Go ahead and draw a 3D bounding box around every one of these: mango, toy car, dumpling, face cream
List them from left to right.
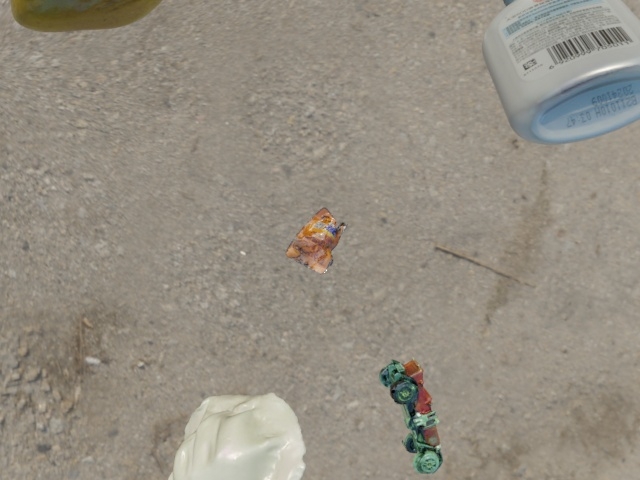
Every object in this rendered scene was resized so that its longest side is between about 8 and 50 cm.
[{"bbox_3d":[-0.373,-0.416,1.150,0.262,0.167,0.130,-19,68,-18],"label":"mango"},{"bbox_3d":[-0.095,0.221,0.736,0.108,0.188,0.127,20,57,-49],"label":"dumpling"},{"bbox_3d":[0.122,0.225,0.911,0.054,0.073,0.143,-21,102,-5],"label":"toy car"},{"bbox_3d":[0.266,-0.230,0.806,0.163,0.337,0.080,-18,125,14],"label":"face cream"}]

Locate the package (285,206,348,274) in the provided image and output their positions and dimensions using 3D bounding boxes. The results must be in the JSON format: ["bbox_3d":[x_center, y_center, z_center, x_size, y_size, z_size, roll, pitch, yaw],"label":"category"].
[{"bbox_3d":[0.000,-0.001,1.210,0.077,0.033,0.111,39,68,-10],"label":"package"}]
